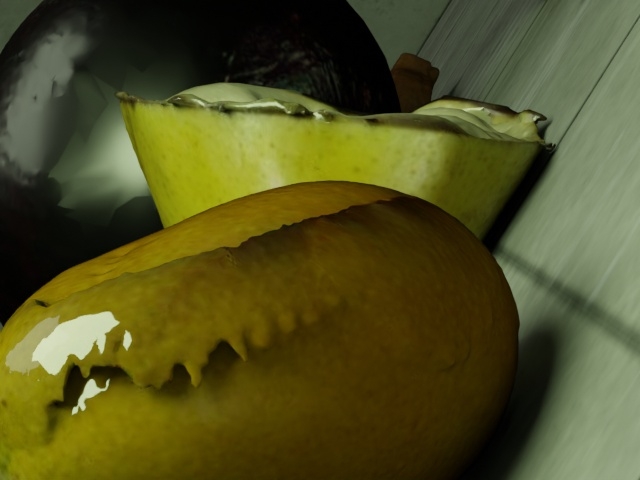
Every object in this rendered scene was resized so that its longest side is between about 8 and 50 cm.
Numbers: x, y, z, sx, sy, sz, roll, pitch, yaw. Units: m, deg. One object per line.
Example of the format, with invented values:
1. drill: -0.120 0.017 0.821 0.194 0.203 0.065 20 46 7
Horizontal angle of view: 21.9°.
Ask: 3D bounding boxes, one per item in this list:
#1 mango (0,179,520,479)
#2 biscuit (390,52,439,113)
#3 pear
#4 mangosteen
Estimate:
1. mango: -0.021 0.049 0.593 0.166 0.136 0.236 -44 -19 33
2. biscuit: 0.000 0.002 1.688 0.455 0.078 0.350 -60 7 -18
3. pear: -0.001 0.000 0.938 0.267 0.267 0.178 -84 2 -83
4. mangosteen: -0.138 -0.061 1.359 0.382 0.435 0.382 -20 -62 -44
